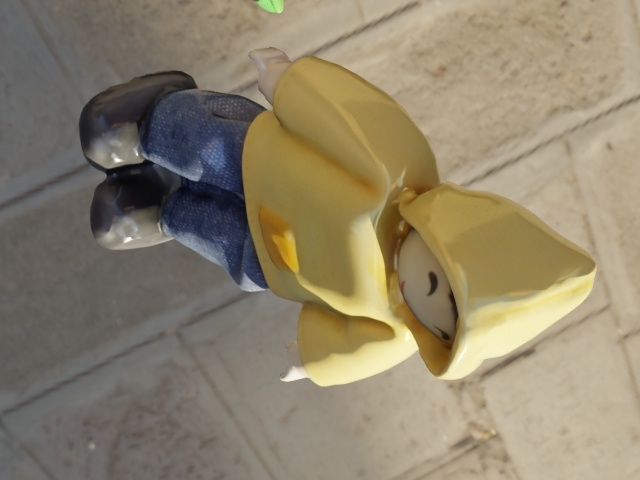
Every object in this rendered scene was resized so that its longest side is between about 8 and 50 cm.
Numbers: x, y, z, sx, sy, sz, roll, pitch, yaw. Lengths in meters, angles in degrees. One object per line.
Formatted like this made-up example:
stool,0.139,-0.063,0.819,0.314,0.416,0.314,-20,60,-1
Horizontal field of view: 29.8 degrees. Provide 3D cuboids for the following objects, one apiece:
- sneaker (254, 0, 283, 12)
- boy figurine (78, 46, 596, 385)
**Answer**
sneaker,0.064,-0.259,0.838,0.343,0.134,0.146,-9,121,38
boy figurine,0.000,0.000,0.587,0.092,0.285,0.177,-21,122,-38
